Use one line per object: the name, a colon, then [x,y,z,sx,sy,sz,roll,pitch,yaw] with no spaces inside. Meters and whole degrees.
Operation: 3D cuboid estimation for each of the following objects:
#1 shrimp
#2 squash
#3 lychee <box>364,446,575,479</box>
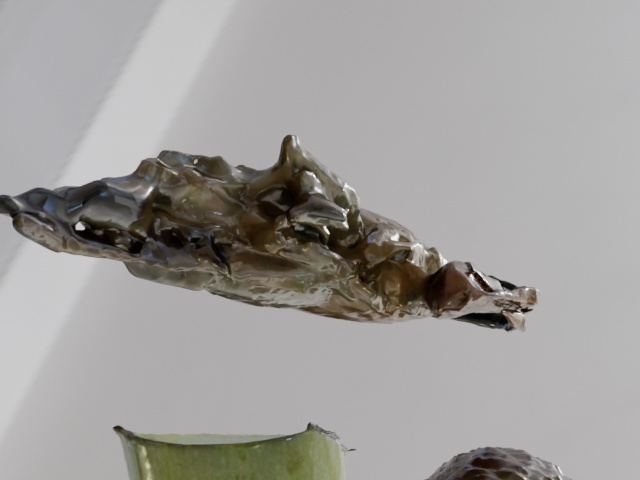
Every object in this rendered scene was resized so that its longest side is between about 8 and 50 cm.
shrimp: [-0.007,-0.006,0.708,0.117,0.262,0.066,1,-96,31]
squash: [-0.036,0.235,1.096,0.137,0.287,0.137,-6,-168,1]
lychee: [0.073,0.141,0.776,0.114,0.146,0.114,-62,176,-7]
